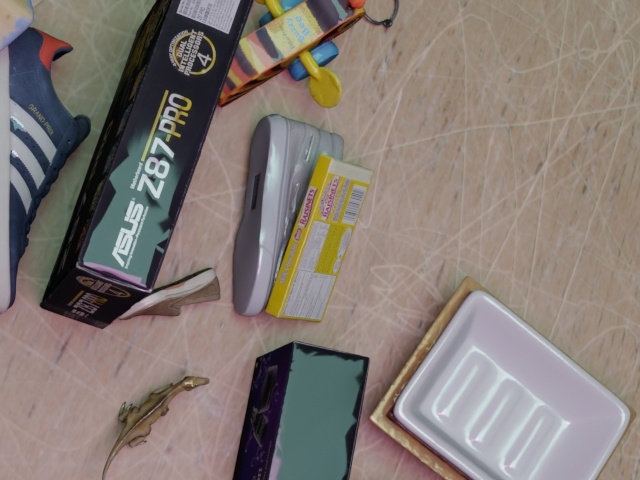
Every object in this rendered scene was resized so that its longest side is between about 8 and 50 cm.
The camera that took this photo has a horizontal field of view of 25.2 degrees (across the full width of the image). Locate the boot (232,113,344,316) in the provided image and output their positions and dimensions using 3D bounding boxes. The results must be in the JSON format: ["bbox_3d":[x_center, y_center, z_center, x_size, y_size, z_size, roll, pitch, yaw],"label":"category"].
[{"bbox_3d":[-0.031,-0.025,1.798,0.123,0.095,0.258,12,83,-24],"label":"boot"}]

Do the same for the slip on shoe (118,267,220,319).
[{"bbox_3d":[-0.185,0.075,1.754,0.135,0.051,0.041,-23,98,-26],"label":"slip on shoe"}]

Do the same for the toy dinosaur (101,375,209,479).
[{"bbox_3d":[-0.214,0.214,1.690,0.053,0.092,0.183,46,70,-4],"label":"toy dinosaur"}]

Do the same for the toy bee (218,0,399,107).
[{"bbox_3d":[-0.016,-0.286,1.819,0.195,0.162,0.298,37,71,-5],"label":"toy bee"}]

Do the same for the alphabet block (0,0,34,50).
[{"bbox_3d":[-0.464,-0.297,1.596,0.192,0.197,0.193,-36,47,15],"label":"alphabet block"}]

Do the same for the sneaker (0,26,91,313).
[{"bbox_3d":[-0.347,-0.087,1.697,0.148,0.131,0.350,3,86,-35],"label":"sneaker"}]

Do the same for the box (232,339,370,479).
[{"bbox_3d":[-0.035,0.264,1.689,0.103,0.184,0.261,14,75,-11],"label":"box"}]

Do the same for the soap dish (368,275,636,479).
[{"bbox_3d":[0.226,0.224,1.814,0.291,0.118,0.229,39,71,-7],"label":"soap dish"}]

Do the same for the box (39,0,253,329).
[{"bbox_3d":[-0.199,-0.111,1.641,0.097,0.318,0.395,20,75,-12],"label":"box"}]

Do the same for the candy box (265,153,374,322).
[{"bbox_3d":[0.000,0.000,1.769,0.105,0.027,0.206,13,97,-56],"label":"candy box"}]
